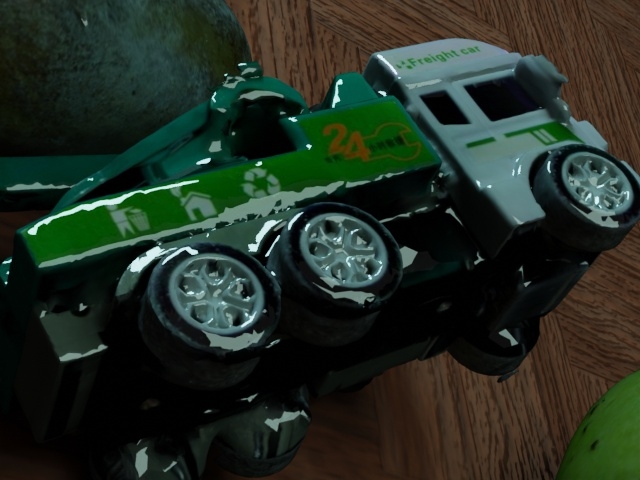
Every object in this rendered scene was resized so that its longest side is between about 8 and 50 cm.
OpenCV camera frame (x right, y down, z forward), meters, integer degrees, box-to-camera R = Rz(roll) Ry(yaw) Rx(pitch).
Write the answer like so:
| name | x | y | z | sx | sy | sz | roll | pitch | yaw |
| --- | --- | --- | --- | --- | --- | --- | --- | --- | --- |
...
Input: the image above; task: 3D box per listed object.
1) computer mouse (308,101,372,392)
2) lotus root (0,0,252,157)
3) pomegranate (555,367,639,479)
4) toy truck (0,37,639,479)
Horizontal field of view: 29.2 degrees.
| name | x | y | z | sx | sy | sz | roll | pitch | yaw |
| --- | --- | --- | --- | --- | --- | --- | --- | --- | --- |
| computer mouse | 0.000 | 0.000 | 0.788 | 0.122 | 0.073 | 0.217 | 28 | 49 | -9 |
| lotus root | -0.127 | -0.115 | 0.681 | 0.322 | 0.140 | 0.158 | 16 | 49 | -45 |
| pomegranate | 0.311 | 0.189 | 0.762 | 0.285 | 0.340 | 0.285 | 35 | 37 | -32 |
| toy truck | -0.010 | 0.001 | 0.631 | 0.363 | 0.176 | 0.178 | -13 | 60 | -30 |
